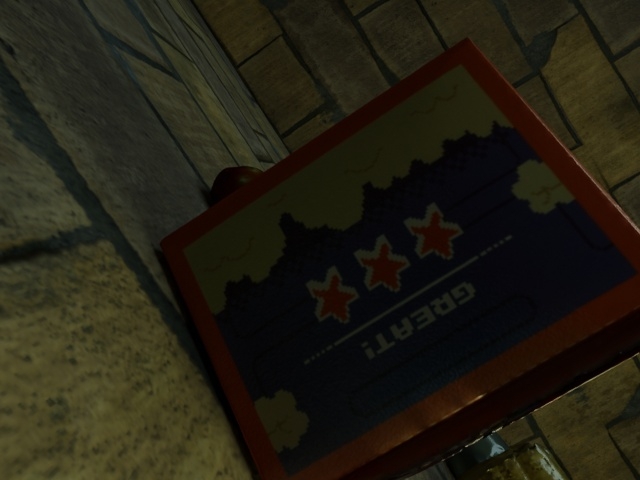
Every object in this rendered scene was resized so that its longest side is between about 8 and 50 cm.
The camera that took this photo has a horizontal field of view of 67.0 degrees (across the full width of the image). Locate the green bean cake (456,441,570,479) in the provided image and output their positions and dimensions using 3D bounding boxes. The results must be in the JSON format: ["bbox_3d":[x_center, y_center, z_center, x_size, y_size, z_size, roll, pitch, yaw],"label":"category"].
[{"bbox_3d":[0.366,0.492,0.939,0.230,0.224,0.131,43,16,-55],"label":"green bean cake"}]

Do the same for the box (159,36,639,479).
[{"bbox_3d":[0.093,0.061,0.505,0.256,0.319,0.349,61,6,20],"label":"box"}]

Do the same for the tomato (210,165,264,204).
[{"bbox_3d":[-0.110,-0.065,0.666,0.075,0.087,0.087,29,9,-5],"label":"tomato"}]

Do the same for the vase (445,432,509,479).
[{"bbox_3d":[0.349,0.477,1.289,0.300,0.156,0.251,54,7,33],"label":"vase"}]
